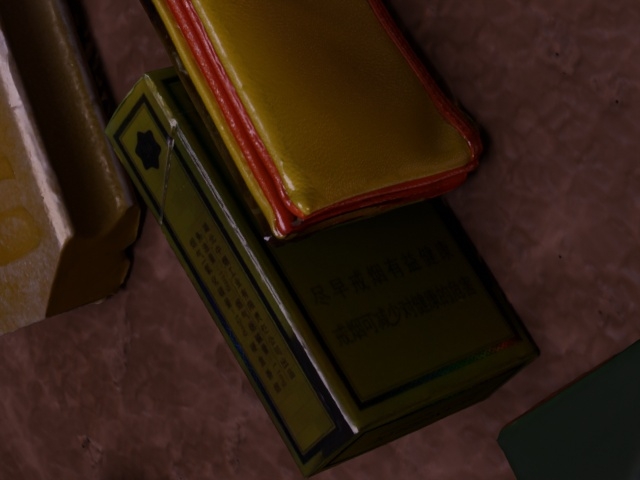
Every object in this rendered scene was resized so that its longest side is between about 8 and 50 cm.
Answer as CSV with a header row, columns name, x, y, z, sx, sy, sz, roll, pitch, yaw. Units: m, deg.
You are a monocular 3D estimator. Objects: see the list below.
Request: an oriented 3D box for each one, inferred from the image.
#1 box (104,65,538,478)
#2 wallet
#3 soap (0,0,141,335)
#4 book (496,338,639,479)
name,x,y,z,sx,sy,sz,roll,pitch,yaw
box,0.000,0.000,0.995,0.220,0.141,0.064,58,138,16
wallet,-0.024,-0.117,0.981,0.067,0.141,0.241,-42,70,46
soap,-0.199,-0.063,1.247,0.140,0.073,0.232,-19,90,54
book,0.254,0.126,0.838,0.371,0.043,0.260,-40,71,46
